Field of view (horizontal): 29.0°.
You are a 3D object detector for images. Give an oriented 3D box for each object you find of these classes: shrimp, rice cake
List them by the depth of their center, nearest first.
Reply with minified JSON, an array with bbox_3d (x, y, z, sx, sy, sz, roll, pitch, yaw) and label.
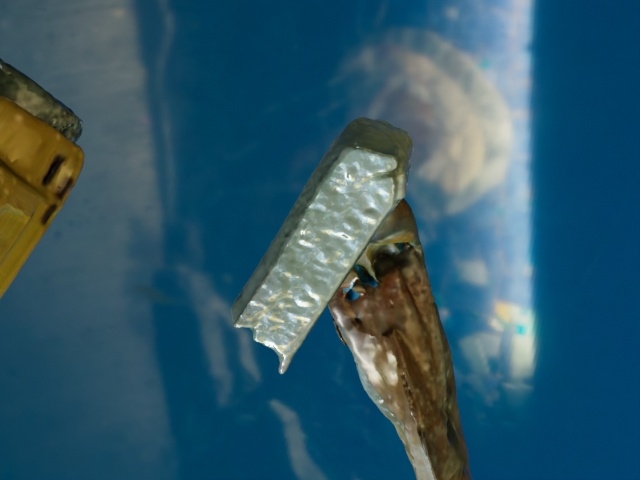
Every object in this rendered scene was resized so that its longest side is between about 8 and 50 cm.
[{"bbox_3d":[0.000,0.000,0.905,0.206,0.063,0.069,-56,9,31],"label":"rice cake"},{"bbox_3d":[0.079,0.126,1.173,0.221,0.110,0.445,-100,-8,-54],"label":"shrimp"}]

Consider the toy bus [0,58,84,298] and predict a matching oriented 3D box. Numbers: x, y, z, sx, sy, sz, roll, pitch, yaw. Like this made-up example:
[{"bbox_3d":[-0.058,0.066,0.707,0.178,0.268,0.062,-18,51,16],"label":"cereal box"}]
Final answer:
[{"bbox_3d":[-0.248,-0.081,0.436,0.121,0.336,0.123,-56,-15,-5],"label":"toy bus"}]
